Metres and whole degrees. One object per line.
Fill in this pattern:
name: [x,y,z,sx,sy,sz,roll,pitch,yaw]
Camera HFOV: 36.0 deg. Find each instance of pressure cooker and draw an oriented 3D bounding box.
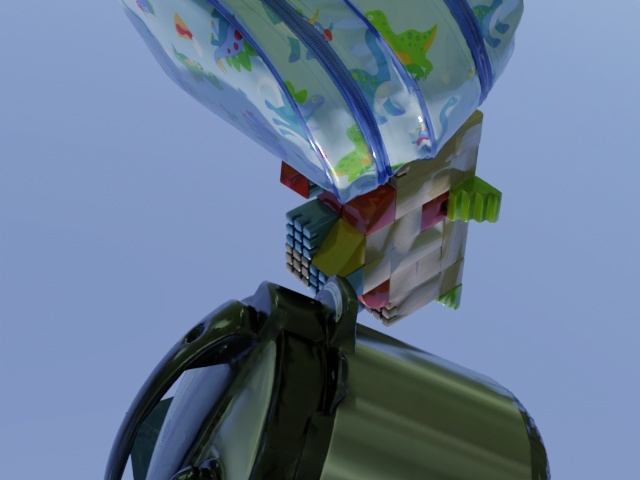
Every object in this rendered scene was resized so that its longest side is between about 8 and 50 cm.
pressure cooker: [-0.013,0.254,1.063,0.420,0.375,0.370,23,-119,-21]

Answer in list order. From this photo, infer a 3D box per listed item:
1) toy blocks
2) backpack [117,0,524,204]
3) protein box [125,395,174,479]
toy blocks: [0.070,-0.019,1.264,0.261,0.381,0.191,-28,-132,-29]
backpack: [-0.024,-0.195,0.724,0.355,0.290,0.273,24,-111,18]
protein box: [-0.217,0.392,1.670,0.136,0.201,0.200,-19,-121,8]
